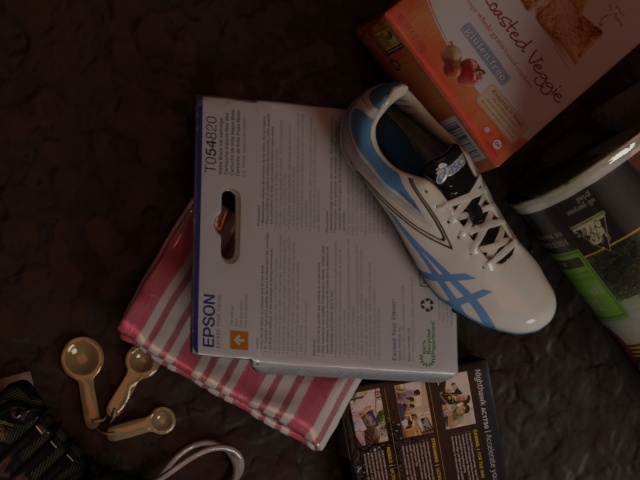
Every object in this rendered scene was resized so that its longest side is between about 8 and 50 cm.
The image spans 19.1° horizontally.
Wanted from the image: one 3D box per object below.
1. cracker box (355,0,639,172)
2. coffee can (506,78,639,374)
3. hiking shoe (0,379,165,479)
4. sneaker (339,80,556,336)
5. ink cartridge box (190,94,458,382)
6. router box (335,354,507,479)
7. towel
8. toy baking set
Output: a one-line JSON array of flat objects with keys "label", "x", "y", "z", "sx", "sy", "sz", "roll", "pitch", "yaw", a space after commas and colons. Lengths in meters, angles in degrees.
[{"label": "cracker box", "x": 0.165, "y": -0.183, "z": 1.572, "sx": 0.232, "sy": 0.067, "sz": 0.156, "roll": -41, "pitch": 99, "yaw": -23}, {"label": "coffee can", "x": 0.313, "y": 0.015, "z": 1.563, "sx": 0.201, "sy": 0.201, "sz": 0.275, "roll": -39, "pitch": 98, "yaw": -9}, {"label": "hiking shoe", "x": -0.219, "y": 0.167, "z": 1.480, "sx": 0.226, "sy": 0.086, "sz": 0.114, "roll": 9, "pitch": 84, "yaw": -11}, {"label": "sneaker", "x": 0.104, "y": -0.023, "z": 1.508, "sx": 0.085, "sy": 0.086, "sz": 0.237, "roll": -40, "pitch": 90, "yaw": -25}, {"label": "ink cartridge box", "x": 0.000, "y": 0.000, "z": 1.538, "sx": 0.224, "sy": 0.045, "sz": 0.223, "roll": 6, "pitch": 72, "yaw": -16}, {"label": "router box", "x": 0.087, "y": 0.196, "z": 1.594, "sx": 0.133, "sy": 0.046, "sz": 0.179, "roll": -10, "pitch": 92, "yaw": -11}, {"label": "towel", "x": -0.049, "y": 0.064, "z": 1.541, "sx": 0.197, "sy": 0.029, "sz": 0.144, "roll": 30, "pitch": 67, "yaw": -4}, {"label": "toy baking set", "x": -0.172, "y": 0.195, "z": 1.545, "sx": 0.196, "sy": 0.030, "sz": 0.256, "roll": -39, "pitch": 98, "yaw": -9}]
